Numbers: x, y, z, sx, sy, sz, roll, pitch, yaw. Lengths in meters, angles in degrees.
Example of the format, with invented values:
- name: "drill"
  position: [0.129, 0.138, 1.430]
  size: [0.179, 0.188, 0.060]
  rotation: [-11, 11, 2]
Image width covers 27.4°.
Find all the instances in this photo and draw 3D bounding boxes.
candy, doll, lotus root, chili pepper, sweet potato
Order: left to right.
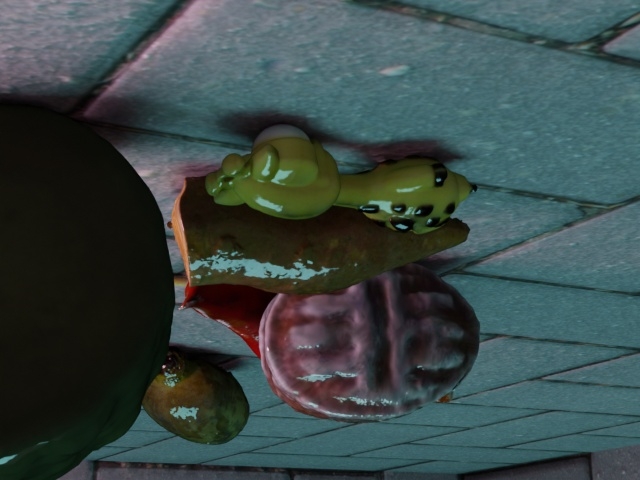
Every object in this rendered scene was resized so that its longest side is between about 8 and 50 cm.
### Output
- name: "lotus root"
  position: [-0.235, 0.281, 2.370]
  size: [0.173, 0.173, 0.309]
  rotation: [-6, 156, 17]
- name: "chili pepper"
  position: [-0.091, 0.123, 1.807]
  size: [0.092, 0.137, 0.368]
  rotation: [-29, 138, 23]
- name: "sweet potato"
  position: [0.001, 0.001, 1.435]
  size: [0.337, 0.131, 0.131]
  rotation: [5, 163, -15]
- name: "doll"
  position: [0.022, -0.055, 1.300]
  size: [0.291, 0.086, 0.117]
  rotation: [6, 148, -31]
- name: "candy"
  position: [0.059, 0.135, 1.735]
  size: [0.290, 0.214, 0.157]
  rotation: [-1, 166, -15]

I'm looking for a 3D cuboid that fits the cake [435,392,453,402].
- name: "cake"
  position: [0.067, 0.152, 1.909]
  size: [0.262, 0.158, 0.159]
  rotation: [-1, 161, 3]

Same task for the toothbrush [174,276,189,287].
- name: "toothbrush"
  position: [-0.266, 0.052, 1.764]
  size: [0.288, 0.024, 0.021]
  rotation: [6, 161, -24]

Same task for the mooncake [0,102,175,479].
- name: "mooncake"
  position: [-0.310, 0.054, 1.181]
  size: [0.357, 0.356, 0.194]
  rotation: [1, 156, -7]
